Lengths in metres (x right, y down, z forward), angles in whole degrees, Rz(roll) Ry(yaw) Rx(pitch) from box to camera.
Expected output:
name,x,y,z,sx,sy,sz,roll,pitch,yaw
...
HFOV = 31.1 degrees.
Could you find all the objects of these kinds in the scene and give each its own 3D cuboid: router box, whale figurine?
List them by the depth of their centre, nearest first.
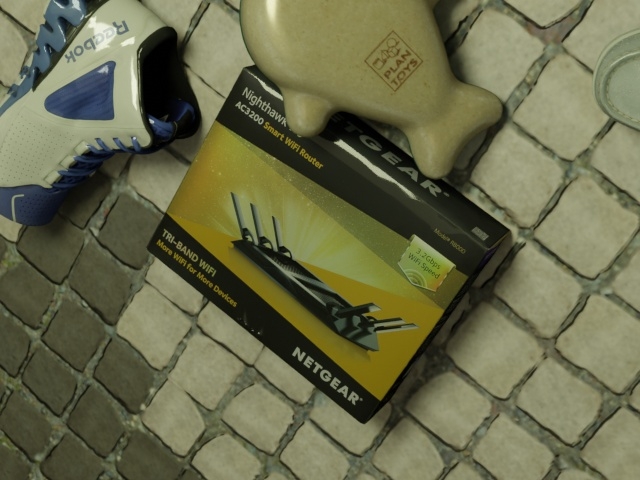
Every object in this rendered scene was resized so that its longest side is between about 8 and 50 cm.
name,x,y,z,sx,sy,sz,roll,pitch,yaw
whale figurine,0.046,-0.183,1.104,0.272,0.141,0.216,41,91,-14
router box,0.000,0.000,1.192,0.309,0.081,0.243,37,117,12

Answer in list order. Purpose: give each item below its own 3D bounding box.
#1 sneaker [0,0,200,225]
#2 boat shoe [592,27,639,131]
name,x,y,z,sx,sy,sz,roll,pitch,yaw
sneaker,-0.241,-0.126,1.248,0.182,0.127,0.315,36,115,15
boat shoe,0.383,-0.114,0.962,0.321,0.103,0.118,17,111,21
